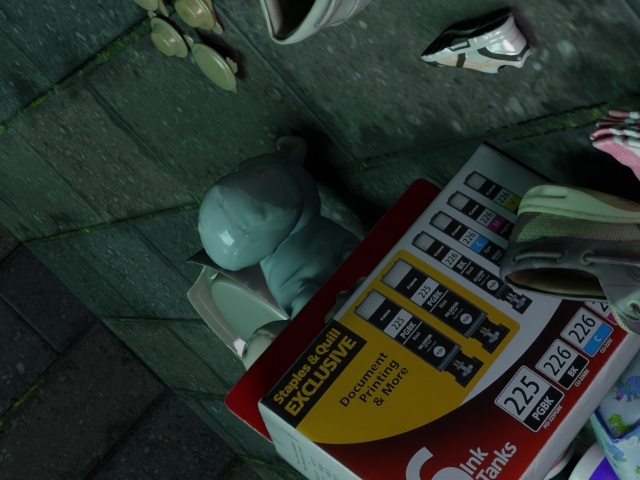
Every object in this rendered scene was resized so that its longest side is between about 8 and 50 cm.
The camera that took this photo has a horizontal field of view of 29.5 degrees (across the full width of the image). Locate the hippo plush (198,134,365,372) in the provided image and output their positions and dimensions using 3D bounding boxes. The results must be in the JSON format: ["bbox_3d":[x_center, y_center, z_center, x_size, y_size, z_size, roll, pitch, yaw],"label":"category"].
[{"bbox_3d":[0.000,0.000,1.301,0.237,0.234,0.294,60,-158,-1],"label":"hippo plush"}]

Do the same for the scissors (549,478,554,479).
[{"bbox_3d":[0.264,0.276,1.436,0.297,0.109,0.021,5,112,64],"label":"scissors"}]

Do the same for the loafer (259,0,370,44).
[{"bbox_3d":[-0.008,-0.251,0.829,0.112,0.111,0.319,34,159,21],"label":"loafer"}]

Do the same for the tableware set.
[{"bbox_3d":[-0.150,-0.229,1.285,0.168,0.020,0.141,31,156,31],"label":"tableware set"}]

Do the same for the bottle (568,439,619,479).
[{"bbox_3d":[0.391,0.316,1.269,0.283,0.118,0.092,34,171,26],"label":"bottle"}]

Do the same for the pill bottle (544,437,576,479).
[{"bbox_3d":[0.216,0.198,1.398,0.160,0.087,0.087,49,159,-18],"label":"pill bottle"}]

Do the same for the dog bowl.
[{"bbox_3d":[-0.035,0.117,1.681,0.348,0.102,0.349,35,160,15],"label":"dog bowl"}]

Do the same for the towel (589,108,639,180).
[{"bbox_3d":[0.291,-0.029,0.815,0.197,0.029,0.144,18,165,49],"label":"towel"}]

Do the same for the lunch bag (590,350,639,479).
[{"bbox_3d":[0.292,0.148,1.146,0.129,0.096,0.151,60,-178,-42],"label":"lunch bag"}]

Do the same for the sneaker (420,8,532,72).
[{"bbox_3d":[0.117,-0.143,0.931,0.044,0.040,0.109,47,160,-21],"label":"sneaker"}]

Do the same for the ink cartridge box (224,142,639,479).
[{"bbox_3d":[0.100,0.084,1.041,0.272,0.309,0.130,33,159,21],"label":"ink cartridge box"}]

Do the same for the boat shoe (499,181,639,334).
[{"bbox_3d":[0.244,0.026,0.885,0.103,0.092,0.285,32,172,-38],"label":"boat shoe"}]
